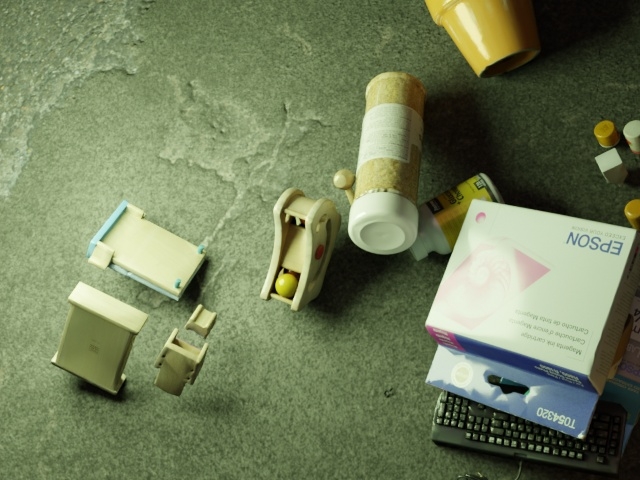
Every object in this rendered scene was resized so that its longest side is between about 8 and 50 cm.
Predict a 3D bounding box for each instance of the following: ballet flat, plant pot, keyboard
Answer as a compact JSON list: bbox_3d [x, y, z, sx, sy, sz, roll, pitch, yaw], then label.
[{"bbox_3d":[0.426,0.210,1.673,0.073,0.080,0.232,42,108,-12],"label":"ballet flat"},{"bbox_3d":[0.326,-0.421,1.985,0.205,0.205,0.188,-21,81,4],"label":"plant pot"},{"bbox_3d":[0.335,0.344,1.729,0.317,0.033,0.202,6,80,26],"label":"keyboard"}]

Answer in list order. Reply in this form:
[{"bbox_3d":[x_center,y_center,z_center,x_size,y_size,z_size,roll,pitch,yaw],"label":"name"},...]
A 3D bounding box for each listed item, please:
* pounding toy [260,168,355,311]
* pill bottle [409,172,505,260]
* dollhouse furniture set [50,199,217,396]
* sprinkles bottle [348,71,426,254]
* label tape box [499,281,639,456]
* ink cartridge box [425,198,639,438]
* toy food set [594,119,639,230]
[{"bbox_3d":[0.000,0.000,1.871,0.154,0.154,0.270,19,96,19],"label":"pounding toy"},{"bbox_3d":[0.240,-0.038,1.891,0.184,0.103,0.103,-28,65,0],"label":"pill bottle"},{"bbox_3d":[-0.321,0.122,1.978,0.286,0.198,0.303,27,43,-1],"label":"dollhouse furniture set"},{"bbox_3d":[0.126,-0.147,1.900,0.121,0.121,0.355,-1,52,12],"label":"sprinkles bottle"},{"bbox_3d":[0.458,0.166,1.761,0.240,0.106,0.334,22,75,20],"label":"label tape box"},{"bbox_3d":[0.331,0.113,1.690,0.324,0.071,0.330,14,79,44],"label":"ink cartridge box"},{"bbox_3d":[0.573,-0.114,1.870,0.111,0.104,0.232,-27,47,16],"label":"toy food set"}]
